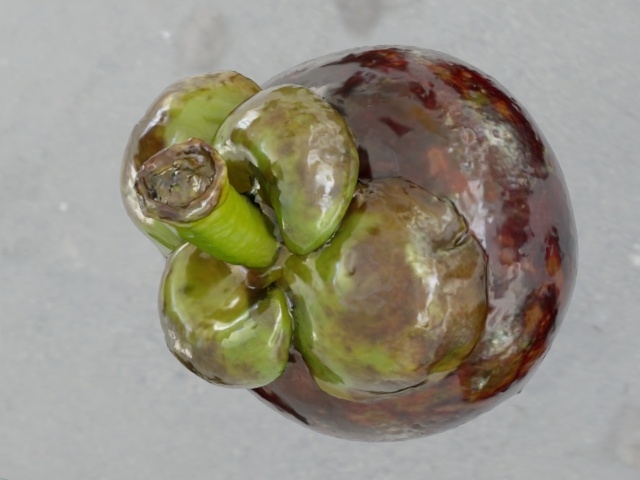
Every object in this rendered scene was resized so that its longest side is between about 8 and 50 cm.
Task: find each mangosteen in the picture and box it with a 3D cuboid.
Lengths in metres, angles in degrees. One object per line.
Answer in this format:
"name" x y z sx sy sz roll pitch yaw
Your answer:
"mangosteen" 0.004 0.009 0.602 0.156 0.181 0.145 8 113 37

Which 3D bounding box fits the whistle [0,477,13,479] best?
"whistle" -0.169 0.214 0.866 0.163 0.289 0.163 -3 56 4
